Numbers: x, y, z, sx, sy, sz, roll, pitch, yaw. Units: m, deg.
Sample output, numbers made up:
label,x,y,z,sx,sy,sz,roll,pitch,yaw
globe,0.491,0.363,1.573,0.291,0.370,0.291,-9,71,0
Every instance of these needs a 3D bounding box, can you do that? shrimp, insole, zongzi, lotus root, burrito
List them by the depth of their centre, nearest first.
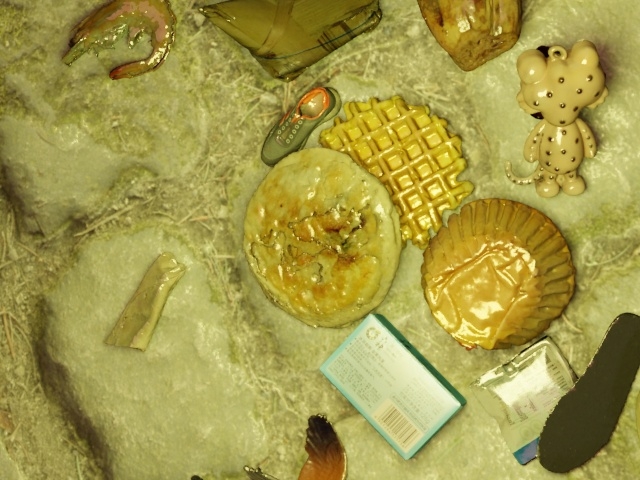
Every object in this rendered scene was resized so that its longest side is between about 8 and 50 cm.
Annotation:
label,x,y,z,sx,sy,sz,roll,pitch,yaw
insole,0.472,0.264,1.764,0.110,0.012,0.309,27,92,6
lotus root,0.256,-0.458,1.804,0.193,0.193,0.291,-20,78,15
zongzi,-0.045,-0.419,1.833,0.260,0.289,0.123,-28,66,14
burrito,-0.337,0.128,2.004,0.087,0.060,0.226,32,97,21
shrimp,-0.397,-0.396,2.063,0.253,0.058,0.173,-35,86,10

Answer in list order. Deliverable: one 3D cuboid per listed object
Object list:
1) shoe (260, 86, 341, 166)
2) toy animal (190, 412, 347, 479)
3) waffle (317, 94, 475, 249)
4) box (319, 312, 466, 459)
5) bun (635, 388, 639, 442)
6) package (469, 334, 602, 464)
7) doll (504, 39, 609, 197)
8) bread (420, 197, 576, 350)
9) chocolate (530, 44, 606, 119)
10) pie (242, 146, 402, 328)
label,x,y,z,sx,sy,sz,roll,pitch,yaw
shoe,-0.046,-0.219,1.929,0.194,0.077,0.074,-42,77,10
toy animal,-0.072,0.512,1.871,0.284,0.225,0.302,-35,89,31
waffle,0.128,-0.125,1.879,0.309,0.065,0.283,18,91,18
box,0.130,0.260,1.845,0.232,0.083,0.142,45,100,16
bun,0.683,0.262,1.607,0.362,0.234,0.326,-23,74,30
package,0.375,0.281,1.798,0.171,0.027,0.173,-33,83,9
doll,0.398,-0.201,1.727,0.154,0.119,0.278,3,123,2
bread,0.302,0.062,1.771,0.274,0.149,0.274,2,96,15
chocolate,0.417,-0.290,1.793,0.148,0.080,0.125,-20,82,16
pie,0.000,0.000,1.867,0.339,0.077,0.339,5,101,27
